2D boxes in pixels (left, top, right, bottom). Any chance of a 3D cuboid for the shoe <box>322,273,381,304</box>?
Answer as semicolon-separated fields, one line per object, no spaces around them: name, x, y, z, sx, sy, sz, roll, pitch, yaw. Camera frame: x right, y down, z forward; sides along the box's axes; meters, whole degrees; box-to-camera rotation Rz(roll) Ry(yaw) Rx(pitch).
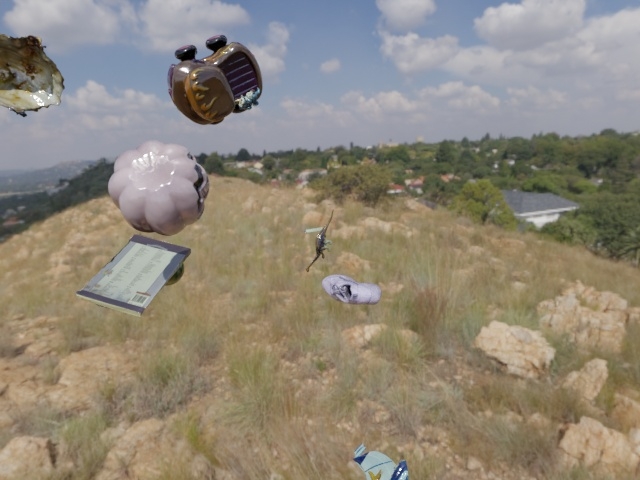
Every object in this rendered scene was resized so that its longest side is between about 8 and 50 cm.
shoe;0.079;0.171;1.472;0.244;0.095;0.137;9;-3;44

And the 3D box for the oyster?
oyster;-0.839;-0.400;1.063;0.336;0.198;0.133;-24;27;-24

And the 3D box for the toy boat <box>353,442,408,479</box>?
toy boat;0.212;0.857;1.548;0.067;0.221;0.291;33;-5;-26

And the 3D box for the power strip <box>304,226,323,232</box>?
power strip;-0.031;-0.048;1.957;0.089;0.016;0.040;-8;4;-13

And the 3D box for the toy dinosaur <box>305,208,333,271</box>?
toy dinosaur;0.008;0.005;1.147;0.037;0.181;0.058;11;-9;32

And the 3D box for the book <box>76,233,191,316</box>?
book;-0.433;0.076;1.006;0.157;0.026;0.231;15;39;6

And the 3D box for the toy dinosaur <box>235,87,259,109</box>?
toy dinosaur;-0.211;-0.419;1.254;0.083;0.047;0.030;-39;64;-22

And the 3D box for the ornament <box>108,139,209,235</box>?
ornament;-0.300;-0.095;0.803;0.177;0.178;0.177;-4;12;1

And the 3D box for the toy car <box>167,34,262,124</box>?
toy car;-0.341;-0.534;1.437;0.340;0.271;0.240;-31;36;-18

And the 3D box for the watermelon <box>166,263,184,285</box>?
watermelon;-0.441;0.081;1.201;0.108;0.109;0.109;-4;12;1
